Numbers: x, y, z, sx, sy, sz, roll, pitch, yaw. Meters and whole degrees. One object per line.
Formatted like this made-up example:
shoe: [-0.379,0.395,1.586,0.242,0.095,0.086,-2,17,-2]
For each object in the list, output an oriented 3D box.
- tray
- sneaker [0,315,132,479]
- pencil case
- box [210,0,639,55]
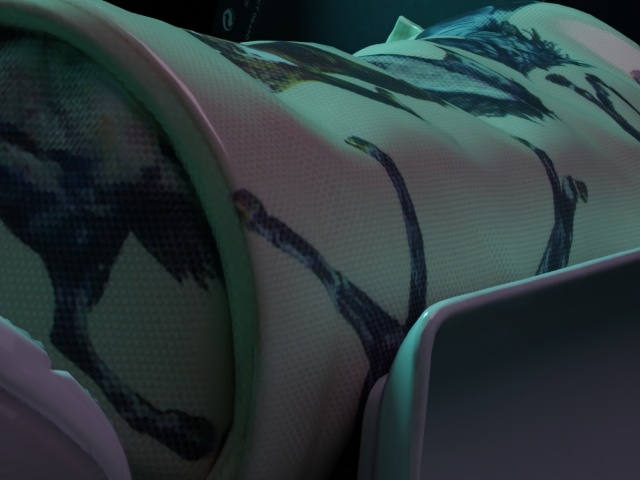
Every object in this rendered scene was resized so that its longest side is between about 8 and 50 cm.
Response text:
tray: [0.072,0.072,0.519,0.030,0.145,0.270,9,9,29]
sneaker: [-0.179,0.050,0.357,0.281,0.105,0.115,11,56,-6]
pencil case: [0.000,0.000,0.592,0.183,0.160,0.410,27,18,23]
box: [0.140,-0.118,1.072,0.296,0.182,0.294,8,21,-34]
